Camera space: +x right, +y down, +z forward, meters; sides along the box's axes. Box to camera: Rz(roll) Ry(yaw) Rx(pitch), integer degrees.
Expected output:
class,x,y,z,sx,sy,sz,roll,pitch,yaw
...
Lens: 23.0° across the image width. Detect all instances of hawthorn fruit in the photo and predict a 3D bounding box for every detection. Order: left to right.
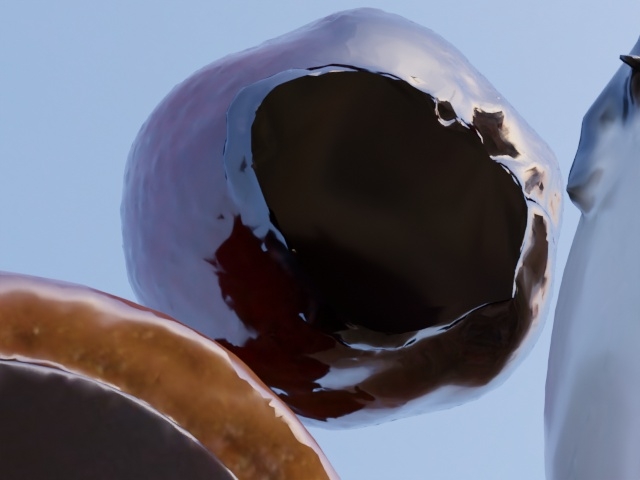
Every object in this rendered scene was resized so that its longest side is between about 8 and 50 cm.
class,x,y,z,sx,sy,sz,roll,pitch,yaw
hawthorn fruit,0.000,0.000,0.804,0.215,0.250,0.215,18,-118,-37

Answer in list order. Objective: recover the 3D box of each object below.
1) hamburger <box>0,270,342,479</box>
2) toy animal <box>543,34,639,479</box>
class,x,y,z,sx,sy,sz,roll,pitch,yaw
hamburger,-0.151,0.182,0.581,0.330,0.250,0.330,6,-111,-17
toy animal,0.184,0.071,0.453,0.251,0.251,0.310,-23,-60,-16
